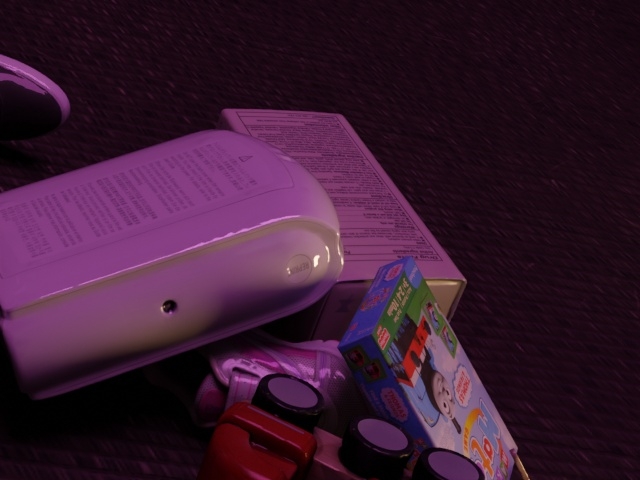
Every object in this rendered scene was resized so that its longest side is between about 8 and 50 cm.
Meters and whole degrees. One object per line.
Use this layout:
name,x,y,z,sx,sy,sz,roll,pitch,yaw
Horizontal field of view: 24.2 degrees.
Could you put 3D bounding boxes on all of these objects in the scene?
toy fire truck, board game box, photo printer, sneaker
toy fire truck,-0.012,0.242,1.115,0.217,0.158,0.246,25,22,9
board game box,0.097,0.138,1.276,0.211,0.039,0.160,61,24,-14
photo printer,-0.143,0.005,1.299,0.307,0.107,0.256,-19,28,-15
sneaker,-0.408,-0.125,1.498,0.296,0.104,0.147,10,34,-3
sneaker,-0.053,0.133,1.291,0.252,0.103,0.111,22,32,21

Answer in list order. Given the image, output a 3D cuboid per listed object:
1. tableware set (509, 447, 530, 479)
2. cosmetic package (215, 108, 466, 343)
tableware set,0.182,0.270,1.148,0.039,0.194,0.128,-26,26,3
cosmetic package,0.000,0.000,1.486,0.153,0.129,0.296,2,35,-28
